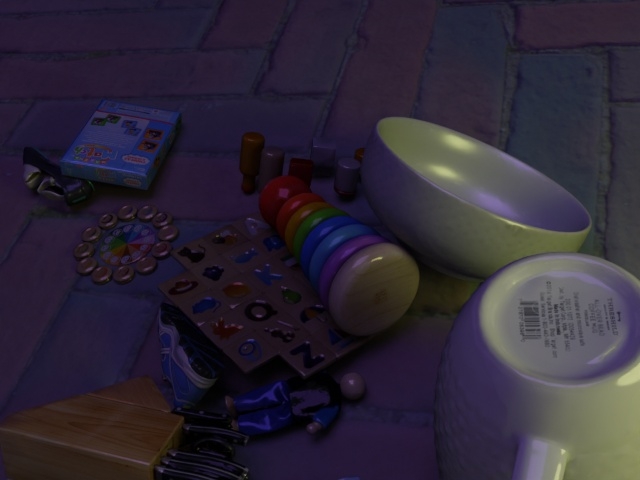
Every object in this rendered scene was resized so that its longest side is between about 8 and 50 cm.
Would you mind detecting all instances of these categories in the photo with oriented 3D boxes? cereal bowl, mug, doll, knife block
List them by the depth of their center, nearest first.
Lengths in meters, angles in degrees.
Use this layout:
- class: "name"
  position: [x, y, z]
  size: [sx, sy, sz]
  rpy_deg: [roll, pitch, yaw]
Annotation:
- class: "mug"
  position: [0.240, 0.215, 0.883]
  size: [0.276, 0.328, 0.374]
  rpy_deg: [8, 49, 20]
- class: "knife block"
  position: [-0.233, 0.280, 1.055]
  size: [0.276, 0.088, 0.242]
  rpy_deg: [-13, 31, -26]
- class: "doll"
  position: [-0.032, 0.211, 1.152]
  size: [0.189, 0.046, 0.129]
  rpy_deg: [-14, 46, 1]
- class: "cereal bowl"
  position: [0.203, -0.042, 1.221]
  size: [0.339, 0.141, 0.339]
  rpy_deg: [21, 23, -9]

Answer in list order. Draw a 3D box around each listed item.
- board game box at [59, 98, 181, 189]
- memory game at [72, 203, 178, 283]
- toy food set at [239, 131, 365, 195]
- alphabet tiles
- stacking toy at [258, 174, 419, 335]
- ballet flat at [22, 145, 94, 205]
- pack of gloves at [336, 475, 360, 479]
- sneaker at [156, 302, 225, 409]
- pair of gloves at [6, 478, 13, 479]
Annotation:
- class: "board game box"
  position: [-0.364, -0.182, 1.579]
  size: [0.160, 0.039, 0.211]
  rpy_deg: [10, 40, 4]
- class: "memory game"
  position: [-0.332, 0.003, 1.450]
  size: [0.186, 0.012, 0.186]
  rpy_deg: [-7, 45, 7]
- class: "toy food set"
  position: [-0.023, -0.107, 1.449]
  size: [0.232, 0.104, 0.111]
  rpy_deg: [6, 32, -5]
- class: "alphabet tiles"
  position: [-0.063, 0.069, 1.283]
  size: [0.285, 0.011, 0.342]
  rpy_deg: [-28, 46, -29]
- class: "stacking toy"
  position: [0.000, 0.000, 1.268]
  size: [0.141, 0.141, 0.330]
  rpy_deg: [-30, 40, -16]
- class: "ballet flat"
  position: [-0.502, -0.115, 1.569]
  size: [0.203, 0.074, 0.074]
  rpy_deg: [28, 58, 31]
- class: "pack of gloves"
  position: [0.002, 0.395, 0.982]
  size: [0.232, 0.046, 0.195]
  rpy_deg: [-24, 57, -6]
- class: "sneaker"
  position: [-0.203, 0.158, 1.220]
  size: [0.081, 0.080, 0.211]
  rpy_deg: [-61, 27, 13]
- class: "pair of gloves"
  position: [-0.342, 0.398, 1.050]
  size: [0.204, 0.042, 0.240]
  rpy_deg: [-1, 44, 17]
